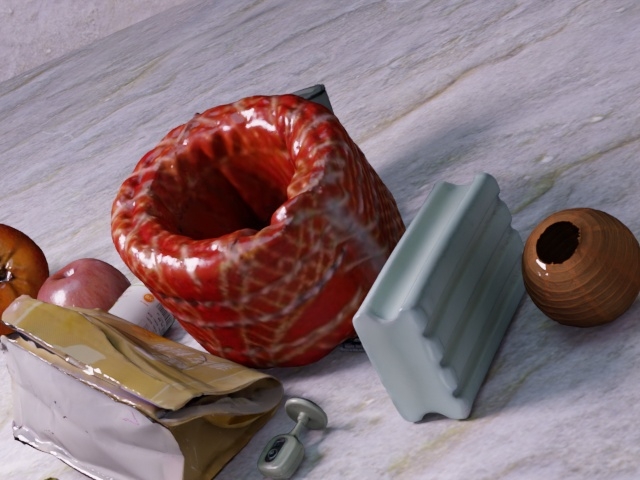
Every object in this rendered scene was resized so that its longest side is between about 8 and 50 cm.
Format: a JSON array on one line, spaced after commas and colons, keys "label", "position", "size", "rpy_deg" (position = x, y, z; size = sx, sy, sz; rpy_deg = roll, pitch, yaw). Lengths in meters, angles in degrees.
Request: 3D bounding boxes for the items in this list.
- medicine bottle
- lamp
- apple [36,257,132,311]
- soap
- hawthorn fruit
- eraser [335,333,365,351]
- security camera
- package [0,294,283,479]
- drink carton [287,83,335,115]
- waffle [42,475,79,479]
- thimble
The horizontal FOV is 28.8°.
[{"label": "medicine bottle", "position": [-0.285, 0.145, 1.763], "size": [0.086, 0.086, 0.183], "rpy_deg": [-7, 31, 35]}, {"label": "lamp", "position": [0.290, 0.030, 1.382], "size": [0.136, 0.136, 0.136], "rpy_deg": [-21, 26, 11]}, {"label": "apple", "position": [-0.357, 0.094, 1.885], "size": [0.153, 0.120, 0.153], "rpy_deg": [-22, 25, 11]}, {"label": "soap", "position": [0.147, 0.061, 1.424], "size": [0.087, 0.160, 0.265], "rpy_deg": [-9, 31, 34]}, {"label": "hawthorn fruit", "position": [-0.547, 0.072, 2.076], "size": [0.196, 0.196, 0.225], "rpy_deg": [-36, 2, -18]}, {"label": "eraser", "position": [0.052, 0.126, 1.555], "size": [0.099, 0.019, 0.027], "rpy_deg": [-3, 34, 42]}, {"label": "security camera", "position": [-0.035, 0.229, 1.415], "size": [0.058, 0.058, 0.092], "rpy_deg": [-4, 42, 39]}, {"label": "package", "position": [-0.238, 0.163, 1.512], "size": [0.311, 0.165, 0.221], "rpy_deg": [19, 50, 37]}, {"label": "drink carton", "position": [-0.035, -0.117, 1.864], "size": [0.185, 0.190, 0.191], "rpy_deg": [-22, 13, 6]}, {"label": "waffle", "position": [-0.374, 0.375, 1.450], "size": [0.250, 0.056, 0.261], "rpy_deg": [-26, 28, 3]}, {"label": "thimble", "position": [-0.074, -0.017, 1.604], "size": [0.350, 0.231, 0.350], "rpy_deg": [-19, 42, 18]}]
